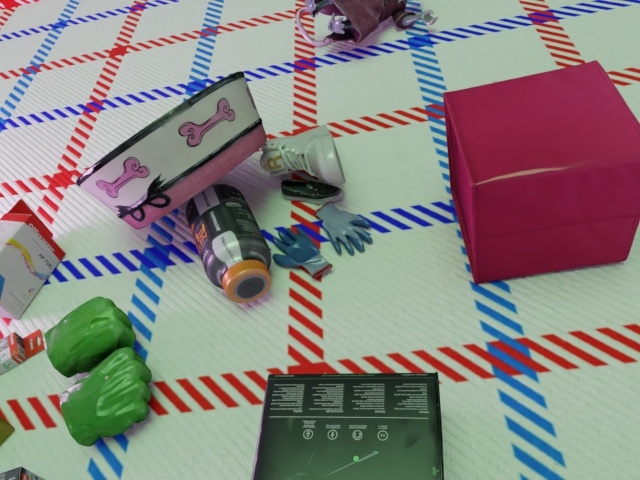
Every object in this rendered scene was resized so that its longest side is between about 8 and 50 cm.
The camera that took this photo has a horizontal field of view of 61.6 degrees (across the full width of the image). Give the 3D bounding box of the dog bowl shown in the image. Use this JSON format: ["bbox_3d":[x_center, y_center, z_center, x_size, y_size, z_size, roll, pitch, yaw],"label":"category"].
[{"bbox_3d":[-0.290,-0.178,1.128,0.408,0.150,0.408,-32,15,10],"label":"dog bowl"}]

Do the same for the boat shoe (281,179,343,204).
[{"bbox_3d":[-0.022,-0.110,1.173,0.142,0.040,0.049,3,50,18],"label":"boat shoe"}]

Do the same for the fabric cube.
[{"bbox_3d":[0.366,-0.109,0.922,0.258,0.259,0.254,-10,48,9],"label":"fabric cube"}]

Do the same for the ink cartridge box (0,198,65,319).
[{"bbox_3d":[-0.650,0.035,1.155,0.078,0.134,0.231,5,52,20],"label":"ink cartridge box"}]

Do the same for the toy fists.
[{"bbox_3d":[-0.383,0.218,0.951,0.142,0.096,0.279,-36,51,-4],"label":"toy fists"}]

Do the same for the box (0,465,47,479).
[{"bbox_3d":[-0.514,0.408,0.804,0.207,0.114,0.036,-19,47,-2],"label":"box"}]

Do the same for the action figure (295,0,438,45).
[{"bbox_3d":[0.158,-0.670,1.569,0.370,0.248,0.275,-28,4,-26],"label":"action figure"}]

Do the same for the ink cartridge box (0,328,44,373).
[{"bbox_3d":[-0.608,0.217,1.055,0.115,0.029,0.063,-30,48,-11],"label":"ink cartridge box"}]

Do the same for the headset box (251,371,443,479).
[{"bbox_3d":[0.042,0.330,0.707,0.246,0.131,0.283,-4,49,11],"label":"headset box"}]

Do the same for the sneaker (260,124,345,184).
[{"bbox_3d":[-0.044,-0.167,1.149,0.169,0.108,0.292,-16,20,0],"label":"sneaker"}]

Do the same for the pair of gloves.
[{"bbox_3d":[0.000,0.000,1.085,0.198,0.023,0.159,-33,48,-16],"label":"pair of gloves"}]

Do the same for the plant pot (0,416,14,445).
[{"bbox_3d":[-0.603,0.324,0.922,0.081,0.083,0.081,19,57,30],"label":"plant pot"}]

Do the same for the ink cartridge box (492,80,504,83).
[{"bbox_3d":[0.474,-0.268,1.169,0.232,0.066,0.189,8,52,27],"label":"ink cartridge box"}]

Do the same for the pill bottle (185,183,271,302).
[{"bbox_3d":[-0.175,0.008,1.052,0.130,0.130,0.246,-25,48,-7],"label":"pill bottle"}]
